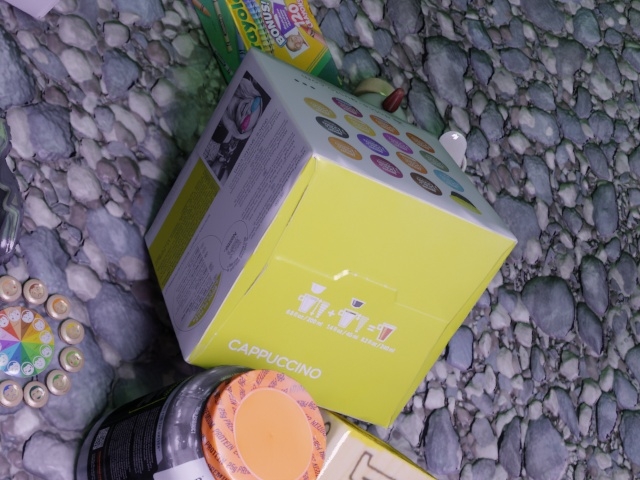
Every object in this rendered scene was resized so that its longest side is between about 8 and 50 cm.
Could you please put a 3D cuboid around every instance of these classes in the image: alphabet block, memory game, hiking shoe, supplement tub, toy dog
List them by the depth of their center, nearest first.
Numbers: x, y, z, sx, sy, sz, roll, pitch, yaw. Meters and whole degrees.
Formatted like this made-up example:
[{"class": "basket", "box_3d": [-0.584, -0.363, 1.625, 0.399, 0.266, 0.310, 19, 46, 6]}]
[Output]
[{"class": "supplement tub", "box_3d": [-0.153, 0.279, 1.766, 0.207, 0.338, 0.207, 13, 66, -32]}, {"class": "hiking shoe", "box_3d": [-0.466, -0.071, 1.849, 0.114, 0.086, 0.227, -5, 69, -24]}, {"class": "memory game", "box_3d": [-0.399, 0.135, 1.851, 0.186, 0.012, 0.186, 14, 65, -32]}, {"class": "alphabet block", "box_3d": [0.019, 0.355, 1.921, 0.193, 0.192, 0.197, 34, 87, -24]}, {"class": "toy dog", "box_3d": [0.157, -0.142, 2.283, 0.334, 0.161, 0.220, 28, 58, -26]}]

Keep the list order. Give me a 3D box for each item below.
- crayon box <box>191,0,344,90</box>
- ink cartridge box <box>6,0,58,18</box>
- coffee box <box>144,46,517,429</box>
[{"class": "crayon box", "box_3d": [-0.094, -0.340, 2.223, 0.165, 0.081, 0.278, -21, 86, -40]}, {"class": "ink cartridge box", "box_3d": [-0.441, -0.571, 1.996, 0.285, 0.166, 0.395, 28, 57, -26]}, {"class": "coffee box", "box_3d": [0.000, 0.000, 1.909, 0.338, 0.338, 0.334, 22, 22, -28]}]
